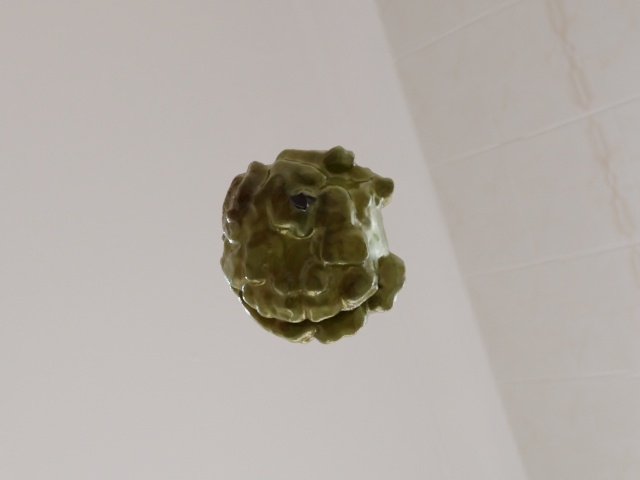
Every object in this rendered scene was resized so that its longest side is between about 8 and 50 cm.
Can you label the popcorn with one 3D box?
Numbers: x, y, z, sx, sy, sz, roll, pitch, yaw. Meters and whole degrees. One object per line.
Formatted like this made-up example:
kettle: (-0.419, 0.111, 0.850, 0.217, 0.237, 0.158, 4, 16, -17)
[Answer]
popcorn: (-0.007, 0.000, 1.044, 0.142, 0.173, 0.174, 11, -105, -39)
